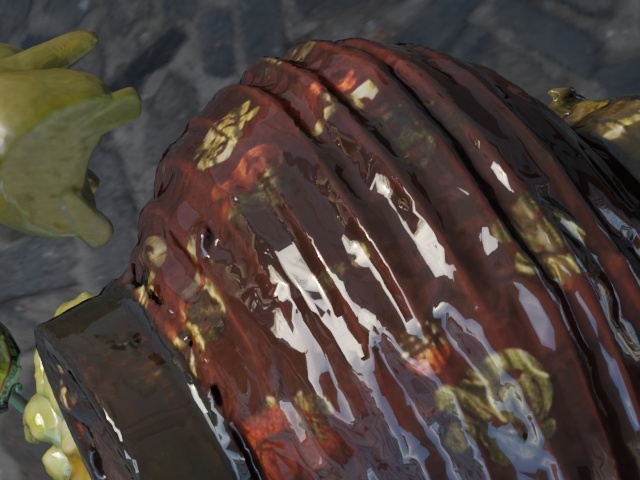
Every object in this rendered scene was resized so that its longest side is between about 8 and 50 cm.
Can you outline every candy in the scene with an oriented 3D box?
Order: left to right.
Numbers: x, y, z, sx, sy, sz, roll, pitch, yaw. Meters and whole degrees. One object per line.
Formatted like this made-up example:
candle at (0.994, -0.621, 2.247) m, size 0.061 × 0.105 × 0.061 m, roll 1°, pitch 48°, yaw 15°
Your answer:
candy at (-0.277, 0.130, 1.378) m, size 0.083 × 0.305 × 0.091 m, roll -1°, pitch 74°, yaw 0°

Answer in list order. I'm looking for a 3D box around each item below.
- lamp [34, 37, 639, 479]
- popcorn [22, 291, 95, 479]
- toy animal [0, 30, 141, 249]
lamp at (0.036, 0.045, 0.526) m, size 0.247 × 0.247 × 0.246 m, roll 1°, pitch 86°, yaw -17°
popcorn at (-0.078, 0.086, 0.809) m, size 0.136 × 0.162 × 0.141 m, roll 0°, pitch 90°, yaw -31°
toy animal at (-0.310, -0.137, 1.660) m, size 0.180 × 0.363 × 0.181 m, roll -1°, pitch 116°, yaw -22°
